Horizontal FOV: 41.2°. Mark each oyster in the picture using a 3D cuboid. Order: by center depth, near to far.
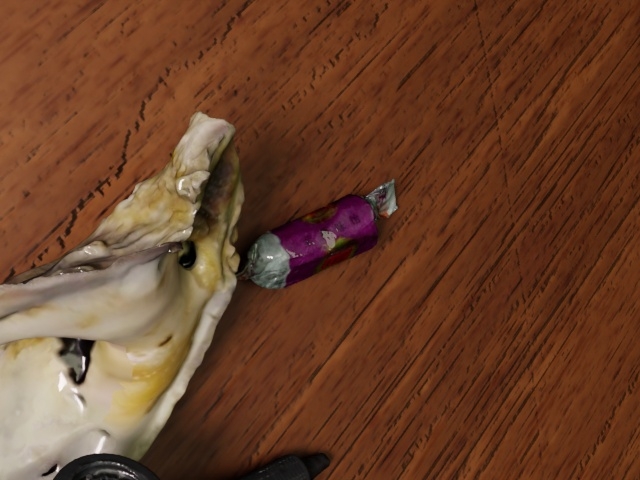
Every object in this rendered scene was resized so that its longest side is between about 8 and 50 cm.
[{"bbox_3d":[-0.157,0.071,0.481,0.271,0.100,0.275,-29,145,-45],"label":"oyster"}]

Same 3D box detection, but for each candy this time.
[{"bbox_3d":[0.000,0.000,0.631,0.175,0.045,0.043,-26,69,-29],"label":"candy"}]

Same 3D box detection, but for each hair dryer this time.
[{"bbox_3d":[-0.073,0.168,0.542,0.255,0.070,0.128,-15,133,-50],"label":"hair dryer"}]
